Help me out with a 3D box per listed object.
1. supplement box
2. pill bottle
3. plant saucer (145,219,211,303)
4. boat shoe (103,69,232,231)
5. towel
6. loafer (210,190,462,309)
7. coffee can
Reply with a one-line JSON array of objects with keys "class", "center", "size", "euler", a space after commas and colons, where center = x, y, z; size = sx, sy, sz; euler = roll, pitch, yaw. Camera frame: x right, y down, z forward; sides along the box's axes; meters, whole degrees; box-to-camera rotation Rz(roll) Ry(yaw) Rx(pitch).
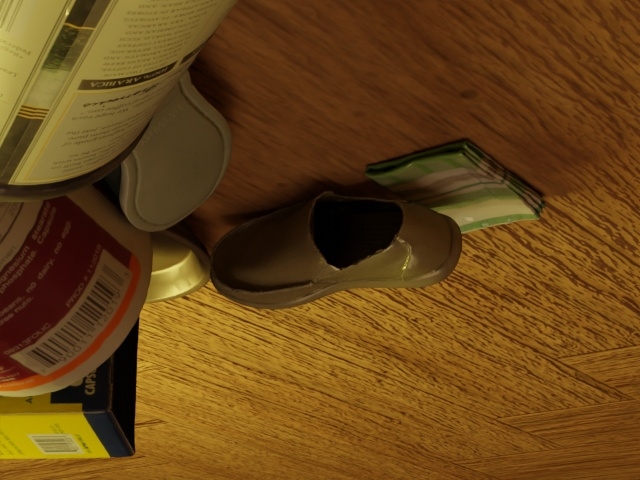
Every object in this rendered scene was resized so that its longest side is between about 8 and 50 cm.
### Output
[{"class": "supplement box", "center": [-0.367, 0.104, 1.200], "size": [0.357, 0.194, 0.195], "euler": [-1, 158, -2]}, {"class": "pill bottle", "center": [-0.308, -0.039, 0.922], "size": [0.224, 0.224, 0.392], "euler": [-5, 154, 18]}, {"class": "plant saucer", "center": [-0.251, 0.007, 1.281], "size": [0.278, 0.041, 0.278], "euler": [3, 159, 1]}, {"class": "boat shoe", "center": [-0.145, -0.101, 0.944], "size": [0.114, 0.091, 0.302], "euler": [-40, 162, -14]}, {"class": "towel", "center": [0.128, -0.045, 1.135], "size": [0.113, 0.023, 0.152], "euler": [-15, 152, 35]}, {"class": "loafer", "center": [0.000, 0.000, 1.167], "size": [0.268, 0.102, 0.092], "euler": [-10, 148, 26]}, {"class": "coffee can", "center": [-0.139, -0.162, 0.636], "size": [0.201, 0.201, 0.275], "euler": [12, 156, -23]}]
